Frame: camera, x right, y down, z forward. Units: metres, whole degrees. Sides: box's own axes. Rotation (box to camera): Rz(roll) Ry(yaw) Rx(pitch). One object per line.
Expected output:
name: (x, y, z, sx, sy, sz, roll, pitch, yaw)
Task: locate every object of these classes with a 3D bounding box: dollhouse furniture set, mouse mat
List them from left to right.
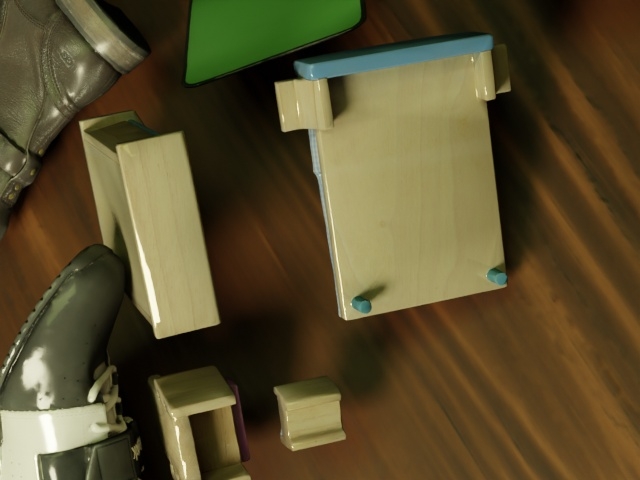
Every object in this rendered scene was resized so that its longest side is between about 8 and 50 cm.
mouse mat: (-0.038, -0.192, 1.231, 0.152, 0.007, 0.190, -18, 36, 12)
dollhouse furniture set: (0.000, 0.000, 1.170, 0.303, 0.198, 0.286, -13, 103, -13)

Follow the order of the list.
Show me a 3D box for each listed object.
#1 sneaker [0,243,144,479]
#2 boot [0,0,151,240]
sneaker: (-0.173, 0.167, 1.128, 0.146, 0.122, 0.330, 21, 105, 10)
boot: (-0.284, -0.149, 1.311, 0.229, 0.091, 0.263, -46, 57, 8)
